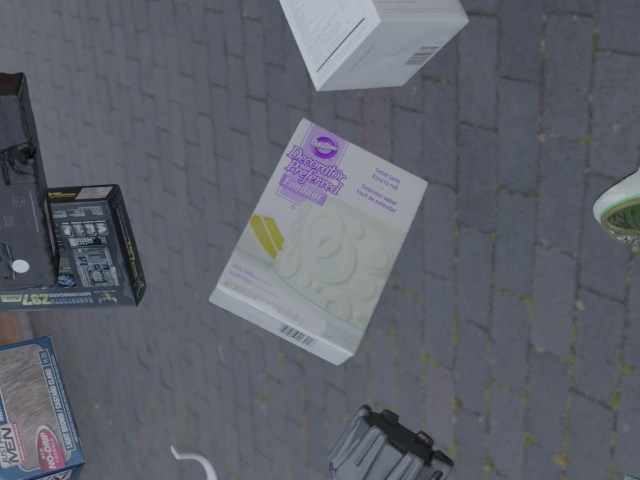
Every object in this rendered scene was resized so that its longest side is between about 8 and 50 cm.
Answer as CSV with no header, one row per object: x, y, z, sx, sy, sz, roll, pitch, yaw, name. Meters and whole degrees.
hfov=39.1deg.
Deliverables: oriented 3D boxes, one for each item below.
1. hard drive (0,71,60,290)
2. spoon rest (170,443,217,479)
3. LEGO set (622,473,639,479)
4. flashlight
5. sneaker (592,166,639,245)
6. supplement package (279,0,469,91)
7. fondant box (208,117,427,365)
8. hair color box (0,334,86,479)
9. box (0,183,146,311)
-0.453,-0.046,0.911,0.064,0.339,0.236,-106,13,-53,hard drive
-0.239,0.523,1.716,0.137,0.084,0.276,-156,65,-65,spoon rest
0.459,0.463,1.190,0.255,0.192,0.331,20,155,9,LEGO set
-0.011,0.289,0.814,0.304,0.103,0.103,-60,37,11,flashlight
0.467,-0.017,1.140,0.410,0.158,0.182,62,-173,-77,sneaker
0.036,-0.311,1.021,0.139,0.134,0.244,-39,67,50,supplement package
0.000,0.000,1.458,0.330,0.238,0.096,-65,5,-23,fondant box
-0.402,0.283,1.194,0.173,0.105,0.347,66,150,22,hair color box
-0.389,0.015,1.317,0.059,0.233,0.183,-76,-20,-58,box
